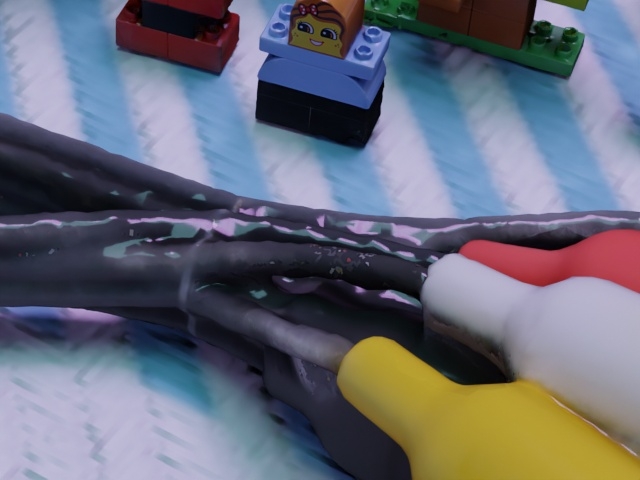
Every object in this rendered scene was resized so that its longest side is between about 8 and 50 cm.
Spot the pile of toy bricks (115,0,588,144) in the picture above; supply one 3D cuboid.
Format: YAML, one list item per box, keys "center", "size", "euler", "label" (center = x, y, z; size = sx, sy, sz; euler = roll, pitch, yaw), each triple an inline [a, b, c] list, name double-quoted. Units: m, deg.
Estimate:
- center: [0.045, -0.096, 0.473]
  size: [0.212, 0.105, 0.118]
  euler: [15, 46, 10]
  label: "pile of toy bricks"

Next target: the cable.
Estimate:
- center: [0.000, 0.000, 0.399]
  size: [0.287, 0.072, 0.139]
  euler: [26, 43, 19]
  label: "cable"
